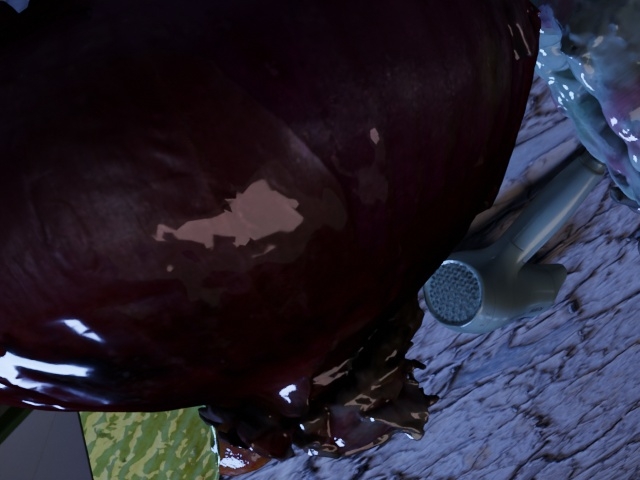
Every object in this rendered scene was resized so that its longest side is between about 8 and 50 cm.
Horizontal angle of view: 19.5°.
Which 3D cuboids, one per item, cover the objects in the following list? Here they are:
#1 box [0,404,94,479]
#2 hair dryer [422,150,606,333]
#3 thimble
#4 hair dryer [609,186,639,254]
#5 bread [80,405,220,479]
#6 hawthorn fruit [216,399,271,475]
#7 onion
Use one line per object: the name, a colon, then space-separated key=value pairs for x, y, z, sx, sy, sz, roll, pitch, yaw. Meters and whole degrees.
box: x=-0.246 y=0.202 z=1.216 sx=0.177 sy=0.148 sz=0.195 roll=-50 pitch=137 yaw=-57
hair dryer: x=0.209 y=-0.017 z=1.642 sx=0.237 sy=0.075 sz=0.206 roll=-53 pitch=157 yaw=21
thimble: x=0.240 y=-0.132 z=1.300 sx=0.149 sy=0.185 sz=0.211 roll=-35 pitch=147 yaw=0
hair dryer: x=0.318 y=-0.025 z=1.724 sx=0.220 sy=0.053 sz=0.195 roll=-16 pitch=151 yaw=-43
bread: x=-0.204 y=0.201 z=1.404 sx=0.301 sy=0.045 sz=0.301 roll=-14 pitch=120 yaw=-27
hawthorn fruit: x=-0.073 y=0.169 z=1.614 sx=0.077 sy=0.077 sz=0.077 roll=-27 pitch=155 yaw=-14
onion: x=-0.045 y=-0.013 z=0.886 sx=0.347 sy=0.285 sz=0.347 roll=-28 pitch=-178 yaw=1
